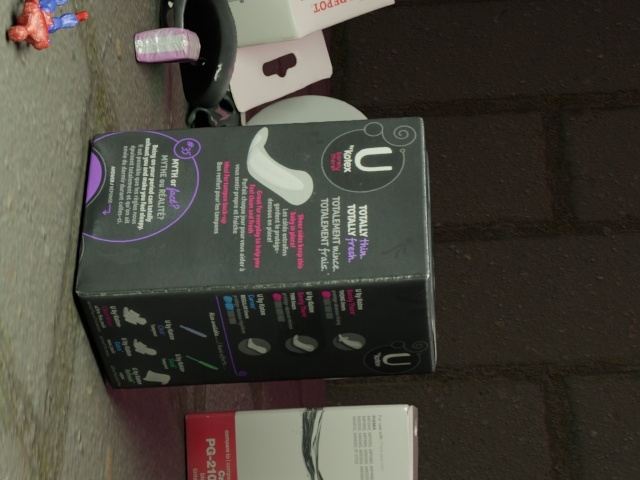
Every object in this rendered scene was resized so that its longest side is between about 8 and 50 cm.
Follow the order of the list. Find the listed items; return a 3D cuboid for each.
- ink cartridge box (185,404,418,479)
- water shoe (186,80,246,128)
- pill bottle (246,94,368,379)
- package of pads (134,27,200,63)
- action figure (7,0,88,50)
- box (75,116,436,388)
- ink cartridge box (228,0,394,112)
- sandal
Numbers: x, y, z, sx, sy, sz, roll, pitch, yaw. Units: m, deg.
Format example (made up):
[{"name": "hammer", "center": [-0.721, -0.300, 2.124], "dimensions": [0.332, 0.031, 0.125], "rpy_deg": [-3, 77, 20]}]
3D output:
[{"name": "ink cartridge box", "center": [-0.014, 0.230, 1.891], "dimensions": [0.172, 0.237, 0.100], "rpy_deg": [53, 35, -82]}, {"name": "water shoe", "center": [-0.115, -0.097, 2.013], "dimensions": [0.203, 0.073, 0.080], "rpy_deg": [74, 31, -46]}, {"name": "pill bottle", "center": [0.000, 0.000, 2.333], "dimensions": [0.392, 0.224, 0.224], "rpy_deg": [80, 9, -56]}, {"name": "package of pads", "center": [-0.145, -0.185, 1.679], "dimensions": [0.083, 0.050, 0.032], "rpy_deg": [-41, 128, -84]}, {"name": "action figure", "center": [-0.191, -0.152, 1.214], "dimensions": [0.115, 0.030, 0.038], "rpy_deg": [-64, 146, -71]}, {"name": "box", "center": [-0.045, 0.011, 1.413], "dimensions": [0.143, 0.270, 0.165], "rpy_deg": [81, 8, -54]}, {"name": "ink cartridge box", "center": [-0.034, -0.336, 1.950], "dimensions": [0.207, 0.119, 0.353], "rpy_deg": [-29, 111, -51]}, {"name": "sandal", "center": [-0.137, -0.243, 1.785], "dimensions": [0.097, 0.054, 0.254], "rpy_deg": [-45, -132, 50]}]
